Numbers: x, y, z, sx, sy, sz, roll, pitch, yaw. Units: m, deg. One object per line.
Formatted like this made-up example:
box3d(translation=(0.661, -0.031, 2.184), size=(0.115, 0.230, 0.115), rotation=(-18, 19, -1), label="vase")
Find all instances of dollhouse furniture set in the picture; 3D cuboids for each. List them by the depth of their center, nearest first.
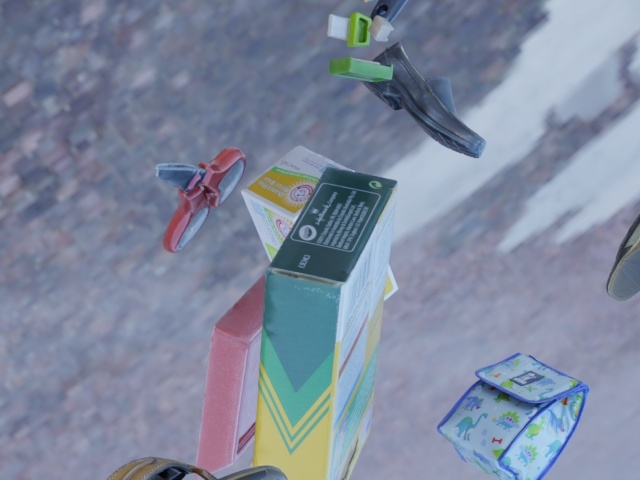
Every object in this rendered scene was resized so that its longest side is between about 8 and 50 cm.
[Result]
box3d(translation=(0.045, -0.242, 1.770), size=(0.058, 0.152, 0.076), rotation=(7, 176, -36), label="dollhouse furniture set")

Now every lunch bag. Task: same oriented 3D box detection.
box3d(translation=(0.239, 0.212, 2.079), size=(0.151, 0.129, 0.096), rotation=(-47, 126, -13), label="lunch bag")

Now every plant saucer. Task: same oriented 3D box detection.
box3d(translation=(-0.086, 0.173, 2.380), size=(0.258, 0.047, 0.259), rotation=(-46, 151, -54), label="plant saucer")

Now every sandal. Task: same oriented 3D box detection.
box3d(translation=(-0.132, 0.187, 1.208), size=(0.219, 0.060, 0.090), rotation=(-17, 161, 12), label="sandal")

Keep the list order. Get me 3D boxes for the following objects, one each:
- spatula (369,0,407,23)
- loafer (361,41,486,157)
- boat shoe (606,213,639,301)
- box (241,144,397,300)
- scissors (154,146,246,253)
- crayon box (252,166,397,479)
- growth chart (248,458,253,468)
box3d(translation=(0.141, -0.349, 1.966), size=(0.296, 0.084, 0.030), rotation=(-51, 143, -25), label="spatula")
box3d(translation=(0.118, -0.152, 1.836), size=(0.061, 0.170, 0.062), rotation=(-49, 159, -2), label="loafer")
box3d(translation=(0.446, 0.018, 2.407), size=(0.152, 0.056, 0.049), rotation=(-56, -159, -8), label="boat shoe")
box3d(translation=(0.000, 0.000, 2.142), size=(0.103, 0.114, 0.203), rotation=(-39, 130, -22), label="box")
box3d(translation=(-0.101, -0.059, 1.427), size=(0.109, 0.021, 0.297), rotation=(-50, 172, -11), label="scissors")
box3d(translation=(0.002, 0.116, 1.734), size=(0.203, 0.083, 0.323), rotation=(-61, 159, -55), label="crayon box")
box3d(translation=(-0.005, 0.332, 1.855), size=(0.172, 0.237, 0.021), rotation=(14, 122, -16), label="growth chart")
